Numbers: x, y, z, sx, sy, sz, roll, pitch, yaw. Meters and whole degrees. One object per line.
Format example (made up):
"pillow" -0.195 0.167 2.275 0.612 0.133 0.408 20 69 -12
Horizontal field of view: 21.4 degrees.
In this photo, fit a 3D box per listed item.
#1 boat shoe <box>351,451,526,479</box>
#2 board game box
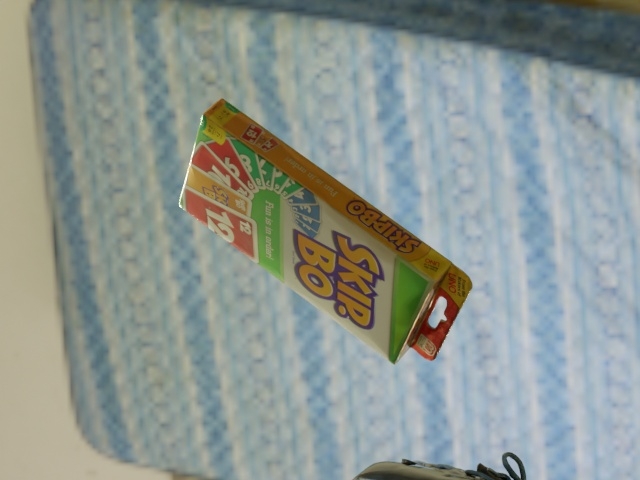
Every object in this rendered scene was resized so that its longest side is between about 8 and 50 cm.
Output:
"boat shoe" 0.120 0.207 1.333 0.089 0.258 0.109 -23 -66 -31
"board game box" 0.000 0.000 1.397 0.039 0.259 0.124 -48 -14 -38
